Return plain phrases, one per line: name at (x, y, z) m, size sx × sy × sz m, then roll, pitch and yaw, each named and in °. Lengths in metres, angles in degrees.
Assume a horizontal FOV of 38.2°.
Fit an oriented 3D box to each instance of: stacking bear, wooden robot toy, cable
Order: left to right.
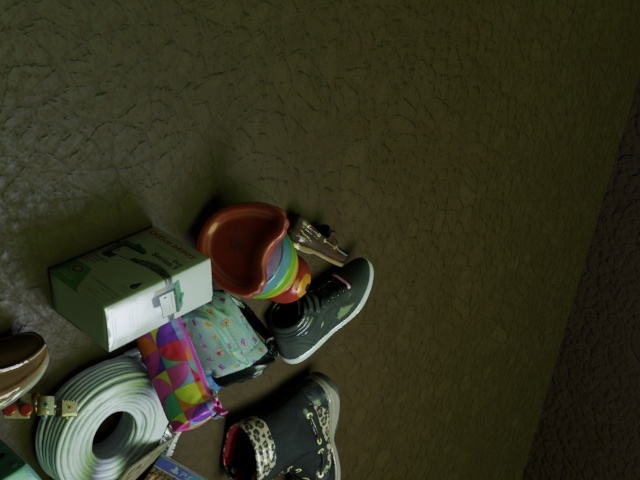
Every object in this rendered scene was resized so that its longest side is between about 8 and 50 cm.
wooden robot toy at (-0.485, 0.252, 1.515) m, size 0.173 × 0.076 × 0.079 m, roll 4°, pitch 74°, yaw -21°
cable at (-0.389, 0.339, 1.681) m, size 0.257 × 0.089 × 0.257 m, roll -17°, pitch 125°, yaw -45°
stacking bear at (-0.107, 0.046, 1.785) m, size 0.175 × 0.164 × 0.289 m, roll -68°, pitch 156°, yaw -9°

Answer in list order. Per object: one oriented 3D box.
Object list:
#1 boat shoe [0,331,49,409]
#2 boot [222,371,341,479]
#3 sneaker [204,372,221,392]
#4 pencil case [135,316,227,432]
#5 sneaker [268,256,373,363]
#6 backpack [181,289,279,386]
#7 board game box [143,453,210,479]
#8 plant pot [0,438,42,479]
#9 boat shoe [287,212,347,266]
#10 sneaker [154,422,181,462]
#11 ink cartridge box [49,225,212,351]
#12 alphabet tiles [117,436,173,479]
boat shoe at (-0.550, 0.200, 1.369) m, size 0.324 × 0.123 × 0.116 m, roll -24°, pitch 128°, yaw -43°
boot at (-0.085, 0.515, 2.132) m, size 0.284 × 0.138 × 0.377 m, roll -20°, pitch 123°, yaw -45°
sneaker at (-0.234, 0.262, 1.848) m, size 0.084 × 0.058 × 0.152 m, roll -55°, pitch 149°, yaw 0°
pencil case at (-0.255, 0.226, 1.652) m, size 0.104 × 0.236 × 0.104 m, roll -27°, pitch 164°, yaw -8°
sneaker at (0.003, 0.127, 2.013) m, size 0.296 × 0.104 × 0.147 m, roll -46°, pitch 147°, yaw -14°
backpack at (-0.186, 0.184, 1.756) m, size 0.182 × 0.152 × 0.115 m, roll 59°, pitch 33°, yaw -12°
board game box at (-0.317, 0.609, 1.811) m, size 0.291 × 0.141 × 0.232 m, roll -56°, pitch 161°, yaw -28°
plant pot at (-0.530, 0.458, 1.531) m, size 0.165 × 0.165 × 0.234 m, roll -32°, pitch 131°, yaw -35°
boat shoe at (0.000, 0.000, 1.956) m, size 0.207 × 0.073 × 0.073 m, roll 25°, pitch 95°, yaw -55°
sneaker at (-0.315, 0.372, 1.816) m, size 0.075 × 0.063 × 0.170 m, roll -9°, pitch 124°, yaw -55°
ink cartridge box at (-0.312, 0.074, 1.544) m, size 0.219 × 0.160 × 0.092 m, roll -28°, pitch 132°, yaw -40°
alphabet tiles at (-0.382, 0.473, 1.714) m, size 0.237 × 0.009 × 0.198 m, roll -48°, pitch 173°, yaw 11°
